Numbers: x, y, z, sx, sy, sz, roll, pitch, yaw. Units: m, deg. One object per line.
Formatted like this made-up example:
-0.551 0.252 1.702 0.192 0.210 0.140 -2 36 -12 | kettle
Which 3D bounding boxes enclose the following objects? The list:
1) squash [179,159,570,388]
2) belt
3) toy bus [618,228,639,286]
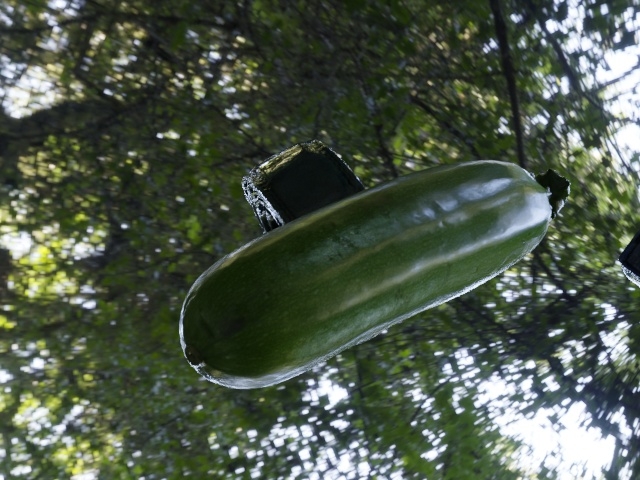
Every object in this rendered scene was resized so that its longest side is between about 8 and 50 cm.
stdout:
0.054 0.007 0.736 0.101 0.378 0.101 24 -56 42 | squash
0.000 0.000 1.093 0.116 0.267 0.206 -31 -67 -9 | belt
0.374 0.072 0.919 0.236 0.094 0.079 41 -94 20 | toy bus
